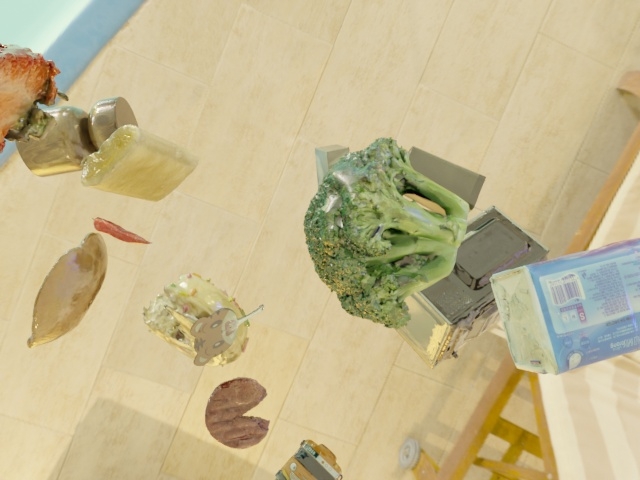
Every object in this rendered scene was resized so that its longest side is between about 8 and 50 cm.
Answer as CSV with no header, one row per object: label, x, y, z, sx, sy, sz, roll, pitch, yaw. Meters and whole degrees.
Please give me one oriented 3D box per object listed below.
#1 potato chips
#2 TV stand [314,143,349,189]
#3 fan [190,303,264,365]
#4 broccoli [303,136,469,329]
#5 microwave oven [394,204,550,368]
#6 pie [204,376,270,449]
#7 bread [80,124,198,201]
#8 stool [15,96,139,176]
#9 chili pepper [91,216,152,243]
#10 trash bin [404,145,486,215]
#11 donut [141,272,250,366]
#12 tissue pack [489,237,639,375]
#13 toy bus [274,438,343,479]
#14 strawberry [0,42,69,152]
potato chips,-0.396,0.087,0.763,0.061,0.195,0.208,28,80,-12
TV stand,0.045,-0.157,1.472,0.082,0.088,0.270,-15,115,-21
fan,-0.233,0.223,1.216,0.226,0.008,0.153,-26,130,-38
broccoli,0.097,-0.016,0.750,0.245,0.265,0.295,13,93,10
microwave oven,0.378,0.127,1.225,0.354,0.286,0.218,-30,59,-22
pie,-0.255,0.535,1.473,0.204,0.054,0.219,9,87,-10
bread,-0.316,-0.133,0.842,0.139,0.178,0.060,-39,75,11
stool,-0.648,-0.280,1.282,0.264,0.179,0.179,-10,98,-2
chili pepper,-0.514,-0.018,1.210,0.178,0.045,0.027,22,52,3
trash bin,0.353,-0.175,1.453,0.240,0.164,0.122,26,76,-2
donut,-0.354,0.241,1.393,0.307,0.371,0.150,41,55,-12
tissue pack,0.490,0.123,0.894,0.263,0.146,0.198,-12,82,-13
toy bus,-0.020,0.466,0.921,0.098,0.201,0.114,36,64,20
strawberry,-0.477,-0.201,0.645,0.106,0.286,0.188,35,97,-5
